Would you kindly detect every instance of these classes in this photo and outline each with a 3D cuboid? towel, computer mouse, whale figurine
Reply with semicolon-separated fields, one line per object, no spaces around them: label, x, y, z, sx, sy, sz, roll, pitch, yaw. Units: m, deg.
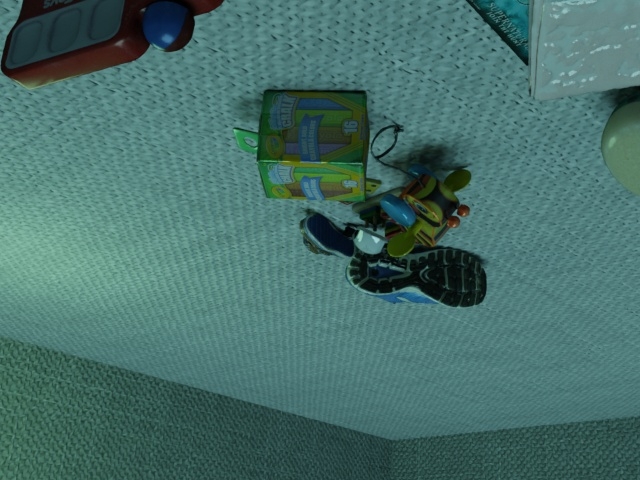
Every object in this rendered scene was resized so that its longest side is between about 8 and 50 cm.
towel;0.421;-0.284;1.076;0.331;0.054;0.317;-7;156;10
computer mouse;0.092;0.002;1.763;0.106;0.042;0.193;26;-179;2
whale figurine;0.542;-0.157;1.269;0.272;0.141;0.216;-11;128;46

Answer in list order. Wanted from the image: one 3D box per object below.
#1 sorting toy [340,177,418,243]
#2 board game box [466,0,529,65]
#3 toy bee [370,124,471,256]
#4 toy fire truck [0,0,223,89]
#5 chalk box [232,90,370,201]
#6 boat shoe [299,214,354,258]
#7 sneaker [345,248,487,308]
sorting toy;0.146;-0.048;1.744;0.274;0.046;0.132;23;151;-38
board game box;0.281;-0.297;1.147;0.126;0.026;0.186;-14;152;36
toy bee;0.180;-0.052;1.534;0.162;0.195;0.298;37;-171;28
toy fire truck;-0.191;-0.292;0.936;0.302;0.254;0.169;-7;155;25
chalk box;-0.032;-0.149;1.416;0.212;0.132;0.132;1;157;6
boat shoe;0.000;0.000;1.856;0.066;0.066;0.183;-8;155;30
sneaker;0.210;0.080;1.980;0.329;0.130;0.147;9;173;-10
